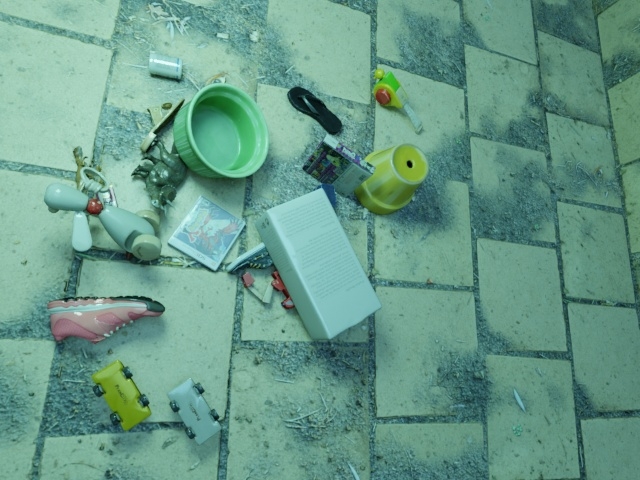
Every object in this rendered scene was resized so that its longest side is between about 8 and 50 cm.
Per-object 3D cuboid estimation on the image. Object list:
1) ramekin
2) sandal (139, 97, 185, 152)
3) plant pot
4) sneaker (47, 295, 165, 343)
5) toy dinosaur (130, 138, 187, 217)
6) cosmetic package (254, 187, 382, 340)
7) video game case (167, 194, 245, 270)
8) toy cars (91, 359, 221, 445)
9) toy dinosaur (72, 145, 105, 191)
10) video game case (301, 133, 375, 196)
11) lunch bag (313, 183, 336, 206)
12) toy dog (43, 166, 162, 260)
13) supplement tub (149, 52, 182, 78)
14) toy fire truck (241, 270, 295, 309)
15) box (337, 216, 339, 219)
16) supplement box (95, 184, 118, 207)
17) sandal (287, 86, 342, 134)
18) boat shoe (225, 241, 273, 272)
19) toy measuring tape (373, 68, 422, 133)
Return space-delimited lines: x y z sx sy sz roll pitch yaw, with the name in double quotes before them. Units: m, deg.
"ramekin" -0.335 -0.350 1.350 0.303 0.148 0.303 2 87 -45
"sandal" -0.559 -0.414 1.367 0.079 0.088 0.240 33 73 -16
"plant pot" 0.285 -0.252 1.560 0.254 0.239 0.254 5 76 -20
"sneaker" -0.624 0.234 1.193 0.314 0.116 0.136 1 87 -13
"toy dinosaur" -0.516 -0.231 1.343 0.160 0.121 0.313 35 56 -28
"cosmetic package" -0.011 0.082 1.366 0.230 0.161 0.453 -25 87 -28
"video game case" -0.383 -0.026 1.375 0.183 0.023 0.201 33 68 -11
"toy cars" -0.476 0.474 1.193 0.394 0.087 0.176 22 76 -18
"toy dinosaur" -0.745 -0.194 1.270 0.112 0.064 0.211 -5 69 -3
"video game case" 0.061 -0.265 1.483 0.210 0.232 0.042 32 66 -10
"lunch bag" 0.013 -0.160 1.532 0.067 0.065 0.098 7 73 -35
"toy dog" -0.631 -0.039 1.191 0.334 0.220 0.161 39 112 -18
"supplement tub" -0.546 -0.617 1.429 0.107 0.071 0.071 6 76 -20
"toy fire truck" -0.170 0.171 1.394 0.135 0.047 0.192 -34 91 -23
"box" 0.000 0.000 1.503 0.145 0.038 0.186 5 77 -19
"supplement box" -0.677 -0.128 1.279 0.055 0.043 0.083 -16 84 -24
"sandal" -0.015 -0.531 1.613 0.254 0.054 0.097 34 68 -10
"boat shoe" -0.228 0.075 1.385 0.183 0.065 0.083 -35 90 -25
"toy measuring tape" 0.320 -0.595 1.748 0.330 0.121 0.121 48 65 -29
